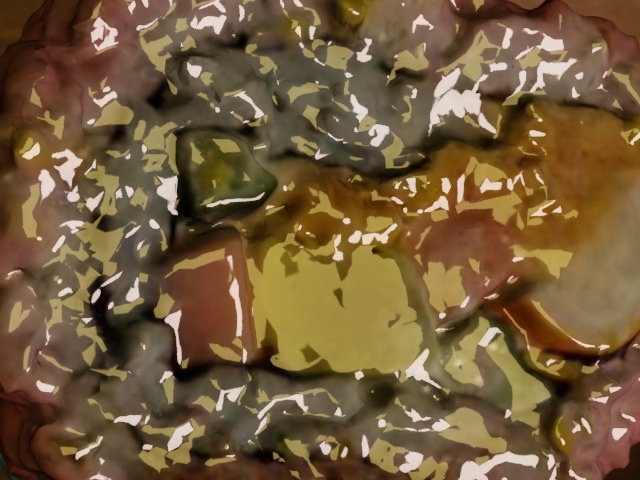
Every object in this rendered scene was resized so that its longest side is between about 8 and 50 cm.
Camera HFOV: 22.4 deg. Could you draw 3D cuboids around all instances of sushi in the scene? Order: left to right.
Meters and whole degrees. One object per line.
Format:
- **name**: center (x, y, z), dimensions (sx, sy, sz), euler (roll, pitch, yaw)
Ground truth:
- **sushi**: center (0.000, 0.000, 0.601), dimensions (0.270, 0.171, 0.236), euler (4, 83, -15)

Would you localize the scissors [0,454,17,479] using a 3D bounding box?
- **scissors**: center (-0.186, 0.275, 0.595), dimensions (0.193, 0.029, 0.447), euler (-2, 84, -14)
